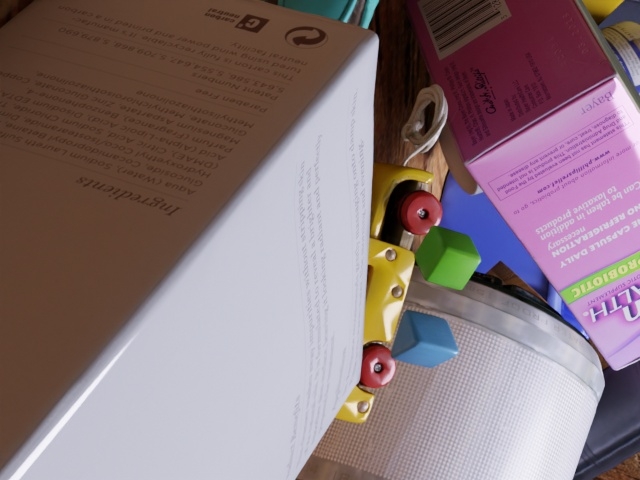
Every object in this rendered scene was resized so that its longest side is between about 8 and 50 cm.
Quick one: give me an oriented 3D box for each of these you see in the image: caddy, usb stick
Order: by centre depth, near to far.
[{"bbox_3d":[0.170,0.179,1.209,0.045,0.278,0.077,26,39,-39],"label":"usb stick"},{"bbox_3d":[0.236,-0.010,1.498,0.341,0.179,0.241,79,32,-55],"label":"caddy"}]

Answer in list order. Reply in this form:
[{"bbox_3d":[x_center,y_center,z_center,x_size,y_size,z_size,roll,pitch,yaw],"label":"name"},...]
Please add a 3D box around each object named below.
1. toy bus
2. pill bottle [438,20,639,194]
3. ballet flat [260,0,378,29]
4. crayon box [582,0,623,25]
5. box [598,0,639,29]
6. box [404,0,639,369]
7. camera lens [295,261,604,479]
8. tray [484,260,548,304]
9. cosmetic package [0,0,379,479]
[{"bbox_3d":[-0.001,0.012,0.948,0.191,0.104,0.202,-51,-147,39],"label":"toy bus"},{"bbox_3d":[0.200,-0.109,1.289,0.186,0.112,0.112,-20,141,-11],"label":"pill bottle"},{"bbox_3d":[-0.015,-0.098,0.852,0.087,0.083,0.247,90,22,-77],"label":"ballet flat"},{"bbox_3d":[0.257,-0.291,1.340,0.319,0.081,0.202,-61,-173,-29],"label":"crayon box"},{"bbox_3d":[0.370,-0.211,1.708,0.294,0.182,0.296,-52,152,-44],"label":"box"},{"bbox_3d":[0.186,-0.069,1.102,0.243,0.117,0.214,48,18,-36],"label":"box"},{"bbox_3d":[0.072,0.165,1.106,0.219,0.219,0.274,59,51,-66],"label":"camera lens"},{"bbox_3d":[0.137,0.191,1.428,0.203,0.076,0.411,-41,155,-9],"label":"tray"},{"bbox_3d":[-0.120,0.076,0.582,0.385,0.156,0.217,-50,151,-47],"label":"cosmetic package"}]
